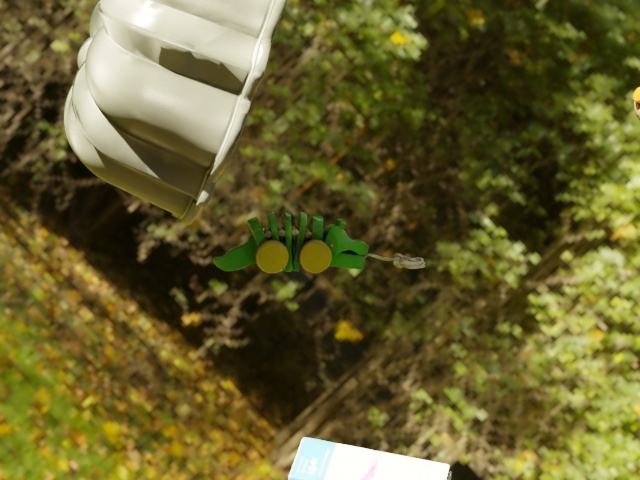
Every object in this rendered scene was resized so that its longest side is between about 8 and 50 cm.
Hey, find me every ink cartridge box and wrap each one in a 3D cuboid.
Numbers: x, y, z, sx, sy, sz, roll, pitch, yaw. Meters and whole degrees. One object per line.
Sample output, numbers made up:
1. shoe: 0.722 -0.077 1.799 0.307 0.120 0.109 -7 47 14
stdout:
1. ink cartridge box: 0.037 0.215 1.003 0.052 0.123 0.088 -67 163 -58

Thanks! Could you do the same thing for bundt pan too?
1. bundt pan: -0.120 -0.186 1.024 0.124 0.330 0.331 17 8 -14

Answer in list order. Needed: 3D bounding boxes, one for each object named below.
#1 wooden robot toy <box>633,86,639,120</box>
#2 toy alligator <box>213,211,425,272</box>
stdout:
1. wooden robot toy: 0.268 -0.104 0.919 0.079 0.173 0.076 18 -16 -24
2. toy alligator: 0.000 0.000 1.115 0.056 0.190 0.051 -137 -134 -80
